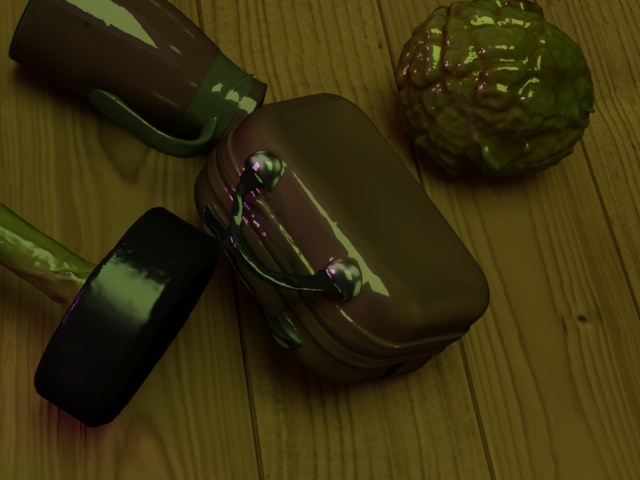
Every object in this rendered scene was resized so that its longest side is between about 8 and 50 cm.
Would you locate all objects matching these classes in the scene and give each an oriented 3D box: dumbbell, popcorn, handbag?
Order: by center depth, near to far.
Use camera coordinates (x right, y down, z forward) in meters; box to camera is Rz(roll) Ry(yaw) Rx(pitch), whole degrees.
[{"bbox_3d":[-0.276,0.004,1.021,0.323,0.203,0.203,32,53,1],"label":"dumbbell"},{"bbox_3d":[0.000,0.000,1.124,0.283,0.149,0.301,-11,62,-56],"label":"handbag"},{"bbox_3d":[0.217,-0.191,1.353,0.237,0.205,0.251,25,40,13],"label":"popcorn"}]

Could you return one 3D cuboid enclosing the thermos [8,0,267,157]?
[{"bbox_3d":[-0.191,-0.186,1.220,0.265,0.146,0.176,31,46,-7],"label":"thermos"}]
